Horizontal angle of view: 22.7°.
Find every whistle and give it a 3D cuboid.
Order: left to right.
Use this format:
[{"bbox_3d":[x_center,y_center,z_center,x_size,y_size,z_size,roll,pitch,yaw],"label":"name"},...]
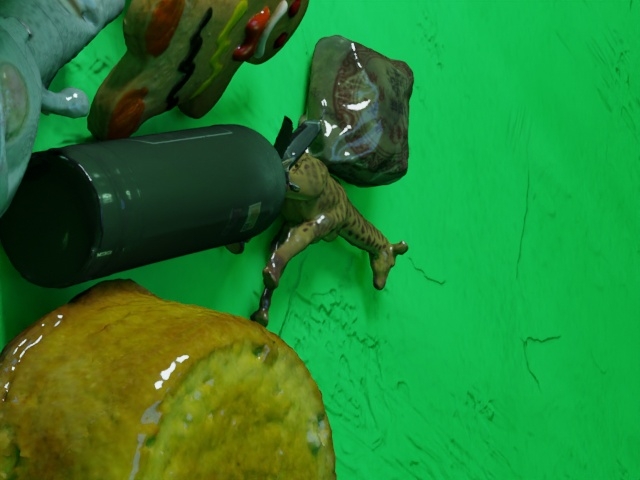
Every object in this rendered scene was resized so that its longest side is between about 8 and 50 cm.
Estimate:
[{"bbox_3d":[-0.217,-0.103,0.993,0.134,0.142,0.346,-65,176,30],"label":"whistle"}]

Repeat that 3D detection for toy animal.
[{"bbox_3d":[0.000,-0.010,1.424,0.275,0.054,0.149,-17,106,-60],"label":"toy animal"}]

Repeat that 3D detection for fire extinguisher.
[{"bbox_3d":[-0.104,-0.040,1.195,0.311,0.095,0.114,-13,137,-60],"label":"fire extinguisher"}]

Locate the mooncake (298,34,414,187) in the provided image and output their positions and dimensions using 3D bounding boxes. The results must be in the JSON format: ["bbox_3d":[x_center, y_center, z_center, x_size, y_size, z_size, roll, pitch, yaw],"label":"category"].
[{"bbox_3d":[0.037,-0.119,1.473,0.125,0.073,0.130,19,70,-56],"label":"mooncake"}]

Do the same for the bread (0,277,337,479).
[{"bbox_3d":[-0.116,0.176,1.097,0.312,0.172,0.312,-3,93,-59],"label":"bread"}]

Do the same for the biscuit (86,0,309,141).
[{"bbox_3d":[-0.076,-0.159,1.233,0.250,0.036,0.165,-28,149,-56],"label":"biscuit"}]
